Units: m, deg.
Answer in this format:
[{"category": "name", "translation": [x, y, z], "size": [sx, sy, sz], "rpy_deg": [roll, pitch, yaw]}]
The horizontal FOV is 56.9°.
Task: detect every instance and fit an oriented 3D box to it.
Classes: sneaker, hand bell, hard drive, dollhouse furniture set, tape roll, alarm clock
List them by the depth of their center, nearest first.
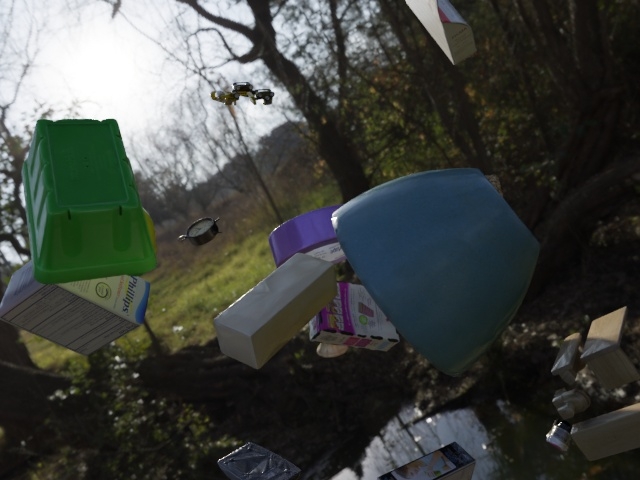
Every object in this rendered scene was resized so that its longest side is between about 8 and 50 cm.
[{"category": "dollhouse furniture set", "translation": [0.432, 0.214, 0.889], "size": [0.144, 0.151, 0.123], "rpy_deg": [-38, -3, 37]}, {"category": "sneaker", "translation": [0.656, 0.522, 1.601], "size": [0.075, 0.063, 0.170], "rpy_deg": [-58, -29, 1]}, {"category": "tape roll", "translation": [0.000, 0.000, 1.616], "size": [0.274, 0.090, 0.275], "rpy_deg": [-17, -17, -5]}, {"category": "hard drive", "translation": [-0.207, 0.777, 1.988], "size": [0.254, 0.054, 0.172], "rpy_deg": [11, 18, 40]}, {"category": "hand bell", "translation": [0.025, 0.300, 2.201], "size": [0.126, 0.242, 0.126], "rpy_deg": [-10, 21, 4]}, {"category": "alarm clock", "translation": [-0.506, -0.029, 2.455], "size": [0.192, 0.064, 0.129], "rpy_deg": [-15, 34, 12]}]

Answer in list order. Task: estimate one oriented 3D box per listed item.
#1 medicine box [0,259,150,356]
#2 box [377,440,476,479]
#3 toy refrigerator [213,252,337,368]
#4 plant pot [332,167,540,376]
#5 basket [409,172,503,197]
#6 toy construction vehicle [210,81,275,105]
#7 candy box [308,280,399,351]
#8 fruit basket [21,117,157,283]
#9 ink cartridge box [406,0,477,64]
[{"category": "medicine box", "translation": [-0.673, 0.165, 1.631], "size": [0.263, 0.289, 0.149], "rpy_deg": [-29, 43, 29]}, {"category": "box", "translation": [0.281, 0.686, 1.621], "size": [0.290, 0.169, 0.087], "rpy_deg": [-9, 29, -32]}, {"category": "toy refrigerator", "translation": [-0.083, 0.139, 1.213], "size": [0.102, 0.094, 0.269], "rpy_deg": [15, 37, 33]}, {"category": "plant pot", "translation": [0.183, 0.012, 0.826], "size": [0.195, 0.290, 0.290], "rpy_deg": [-40, 1, 15]}, {"category": "basket", "translation": [0.404, -0.080, 1.828], "size": [0.299, 0.213, 0.223], "rpy_deg": [3, 23, 12]}, {"category": "toy construction vehicle", "translation": [-0.140, -0.254, 1.050], "size": [0.098, 0.035, 0.086], "rpy_deg": [-10, 30, -22]}, {"category": "candy box", "translation": [0.084, 0.197, 1.563], "size": [0.233, 0.159, 0.071], "rpy_deg": [12, -38, -23]}, {"category": "fruit basket", "translation": [-0.505, -0.044, 1.333], "size": [0.283, 0.392, 0.392], "rpy_deg": [-7, -7, -25]}, {"category": "ink cartridge box", "translation": [0.325, -0.735, 1.745], "size": [0.091, 0.308, 0.385], "rpy_deg": [-33, -22, 10]}]
